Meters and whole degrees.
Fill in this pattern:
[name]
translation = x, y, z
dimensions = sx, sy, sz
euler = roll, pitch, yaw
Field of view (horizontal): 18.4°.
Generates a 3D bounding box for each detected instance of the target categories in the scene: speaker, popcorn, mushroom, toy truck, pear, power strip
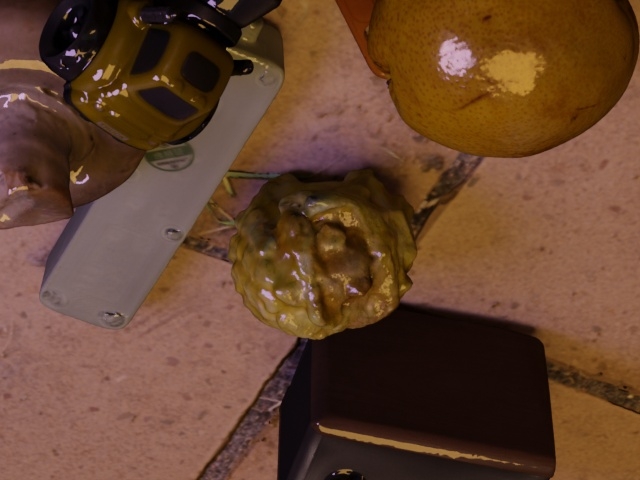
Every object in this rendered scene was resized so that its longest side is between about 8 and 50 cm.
[speaker]
translation = 0.086, 0.178, 1.880
dimensions = 0.231, 0.192, 0.153
euler = 12, 134, -10
[popcorn]
translation = 0.005, 0.008, 1.746
dimensions = 0.173, 0.173, 0.142
euler = -24, 113, 22
[mushroom]
translation = -0.234, -0.091, 1.591
dimensions = 0.204, 0.204, 0.204
euler = 0, 134, 0
[toy truck]
translation = -0.094, -0.180, 1.492
dimensions = 0.147, 0.224, 0.165
euler = 35, 162, -36
[pear]
translation = 0.138, -0.163, 1.545
dimensions = 0.209, 0.209, 0.209
euler = 0, 134, 0
[power strip]
translation = -0.138, -0.064, 1.733
dimensions = 0.091, 0.062, 0.385
euler = 20, 132, -18

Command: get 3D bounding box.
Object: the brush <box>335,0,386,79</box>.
[brush]
translation = 0.007, -0.240, 1.596
dimensions = 0.090, 0.017, 0.314
euler = -16, 133, 19
